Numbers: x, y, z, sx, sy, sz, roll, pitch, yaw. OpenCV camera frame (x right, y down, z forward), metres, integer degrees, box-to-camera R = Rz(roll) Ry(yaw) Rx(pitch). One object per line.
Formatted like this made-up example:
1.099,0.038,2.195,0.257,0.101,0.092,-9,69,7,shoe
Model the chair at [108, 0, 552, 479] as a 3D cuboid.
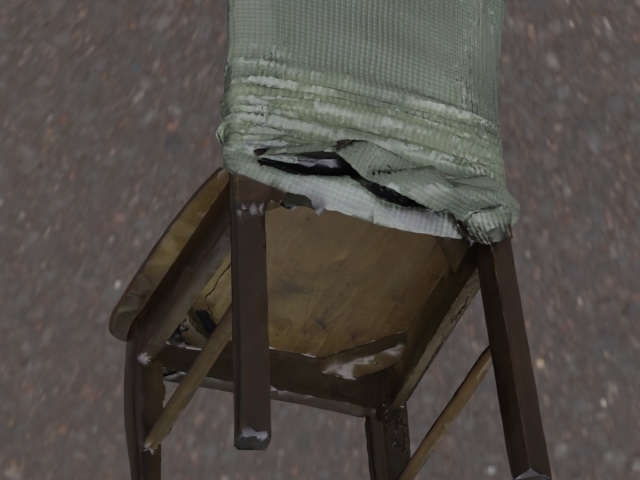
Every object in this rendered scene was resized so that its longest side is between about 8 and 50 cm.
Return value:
0.000,0.000,0.860,0.160,0.319,0.186,11,139,-18,chair
